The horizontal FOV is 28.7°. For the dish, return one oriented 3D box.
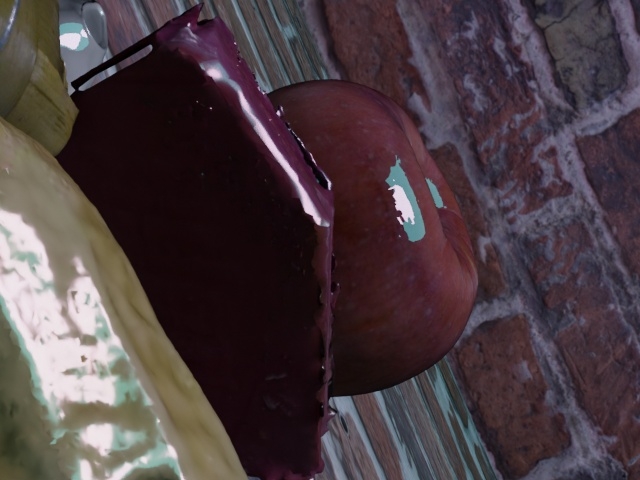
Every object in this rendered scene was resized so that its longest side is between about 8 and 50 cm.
[{"bbox_3d":[-0.192,-0.169,0.995,0.137,0.039,0.091,-87,153,-66],"label":"dish"}]

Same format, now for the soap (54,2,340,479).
[{"bbox_3d":[-0.078,0.001,0.778,0.112,0.182,0.289,-83,174,-70],"label":"soap"}]

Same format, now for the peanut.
[{"bbox_3d":[-0.126,0.077,0.477,0.174,0.158,0.340,-24,87,-51],"label":"peanut"}]

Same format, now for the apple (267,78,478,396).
[{"bbox_3d":[0.000,0.000,1.098,0.306,0.235,0.306,60,13,-24],"label":"apple"}]

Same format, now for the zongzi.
[{"bbox_3d":[-0.222,-0.166,0.613,0.256,0.115,0.228,36,36,-67],"label":"zongzi"}]
